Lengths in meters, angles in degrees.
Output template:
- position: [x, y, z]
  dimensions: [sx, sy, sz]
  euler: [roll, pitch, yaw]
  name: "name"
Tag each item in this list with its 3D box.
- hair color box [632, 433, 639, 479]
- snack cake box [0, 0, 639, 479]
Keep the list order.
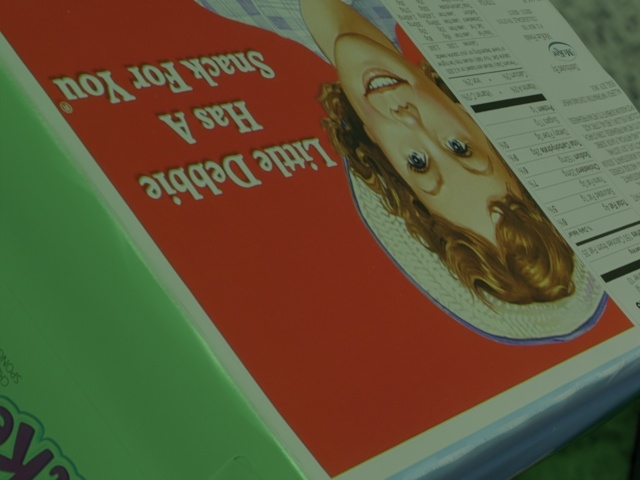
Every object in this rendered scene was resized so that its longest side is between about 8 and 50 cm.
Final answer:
- position: [0.182, 0.166, 0.567]
  dimensions: [0.185, 0.113, 0.374]
  euler: [20, 66, -12]
  name: "hair color box"
- position: [0.000, 0.000, 0.490]
  dimensions: [0.152, 0.089, 0.264]
  euler: [54, 30, 12]
  name: "snack cake box"
